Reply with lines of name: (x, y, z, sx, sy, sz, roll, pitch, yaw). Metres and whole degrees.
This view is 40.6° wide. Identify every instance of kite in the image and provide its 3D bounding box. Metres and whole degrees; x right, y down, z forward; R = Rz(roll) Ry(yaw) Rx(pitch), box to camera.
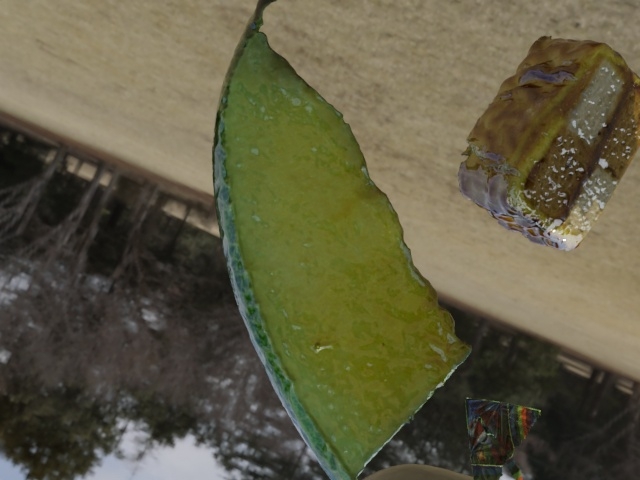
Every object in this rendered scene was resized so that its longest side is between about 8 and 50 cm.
kite: (0.131, 0.148, 0.630, 0.004, 0.122, 0.090, -25, 99, 45)

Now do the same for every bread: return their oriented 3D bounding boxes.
bread: (0.263, -0.108, 0.946, 0.181, 0.222, 0.096, 35, 174, -37)

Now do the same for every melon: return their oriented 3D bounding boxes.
melon: (0.000, -0.001, 0.449, 0.114, 0.261, 0.053, -18, -178, 11)

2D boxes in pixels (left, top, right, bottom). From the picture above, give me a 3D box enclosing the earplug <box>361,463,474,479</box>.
earplug: (0.191, 0.507, 1.297, 0.394, 0.312, 0.313, 5, 163, 44)
